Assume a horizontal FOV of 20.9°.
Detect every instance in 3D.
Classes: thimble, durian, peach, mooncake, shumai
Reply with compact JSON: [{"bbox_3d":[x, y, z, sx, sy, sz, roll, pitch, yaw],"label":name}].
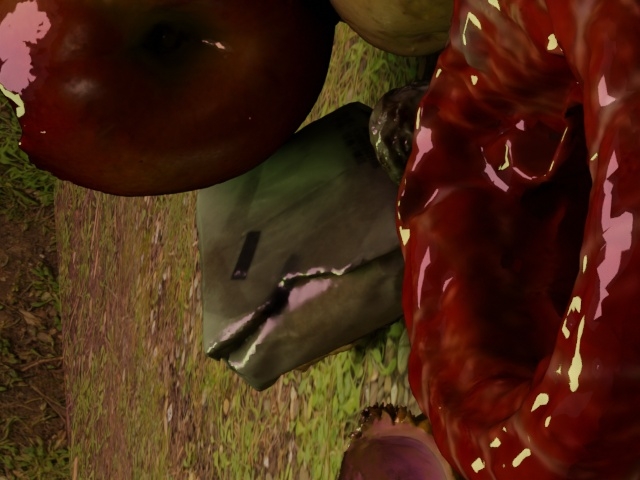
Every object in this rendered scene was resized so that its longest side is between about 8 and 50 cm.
[{"bbox_3d":[0.195,-0.002,1.004,0.350,0.230,0.350,-174,90,-72],"label":"thimble"},{"bbox_3d":[0.063,0.233,1.509,0.165,0.132,0.182,1,81,65],"label":"durian"},{"bbox_3d":[-0.135,-0.223,1.638,0.335,0.310,0.406,64,-160,-17],"label":"peach"},{"bbox_3d":[0.003,0.002,1.685,0.250,0.136,0.254,-29,45,23],"label":"mooncake"},{"bbox_3d":[0.112,-0.096,1.531,0.087,0.124,0.099,-8,103,52],"label":"shumai"}]

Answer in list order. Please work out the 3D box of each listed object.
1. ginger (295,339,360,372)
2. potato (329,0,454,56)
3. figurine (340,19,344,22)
[{"bbox_3d":[-0.003,0.031,1.840,0.157,0.102,0.216,135,140,-53],"label":"ginger"},{"bbox_3d":[0.083,-0.286,1.519,0.242,0.242,0.285,119,138,-51],"label":"potato"},{"bbox_3d":[0.010,-0.325,1.817,0.180,0.154,0.262,-15,67,38],"label":"figurine"}]
